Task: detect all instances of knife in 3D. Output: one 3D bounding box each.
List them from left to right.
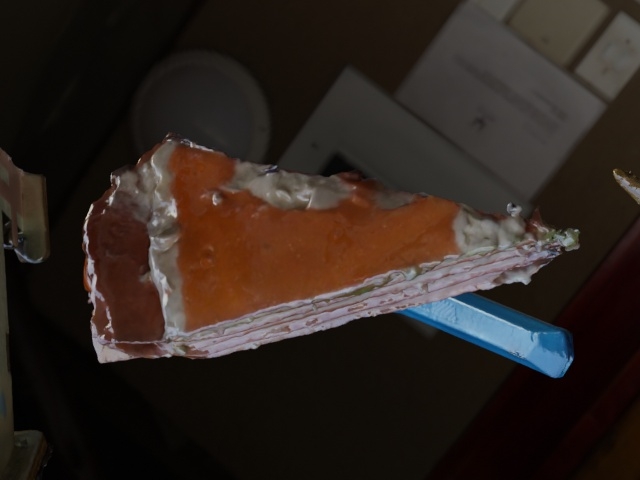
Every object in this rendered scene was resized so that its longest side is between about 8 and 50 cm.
[{"bbox_3d":[0.074,0.044,0.946,0.026,0.044,0.296,11,-173,-35],"label":"knife"}]

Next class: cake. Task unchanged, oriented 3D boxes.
[{"bbox_3d":[-0.001,-0.003,0.762,0.098,0.287,0.135,66,-159,-61],"label":"cake"}]

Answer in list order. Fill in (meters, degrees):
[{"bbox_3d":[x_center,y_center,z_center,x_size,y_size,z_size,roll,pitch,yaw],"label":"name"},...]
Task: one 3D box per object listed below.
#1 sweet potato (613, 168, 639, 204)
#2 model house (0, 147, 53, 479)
[{"bbox_3d":[0.387,-0.019,1.354,0.226,0.068,0.068,36,-166,-10],"label":"sweet potato"},{"bbox_3d":[-0.215,0.047,0.555,0.326,0.169,0.244,86,175,-76],"label":"model house"}]
